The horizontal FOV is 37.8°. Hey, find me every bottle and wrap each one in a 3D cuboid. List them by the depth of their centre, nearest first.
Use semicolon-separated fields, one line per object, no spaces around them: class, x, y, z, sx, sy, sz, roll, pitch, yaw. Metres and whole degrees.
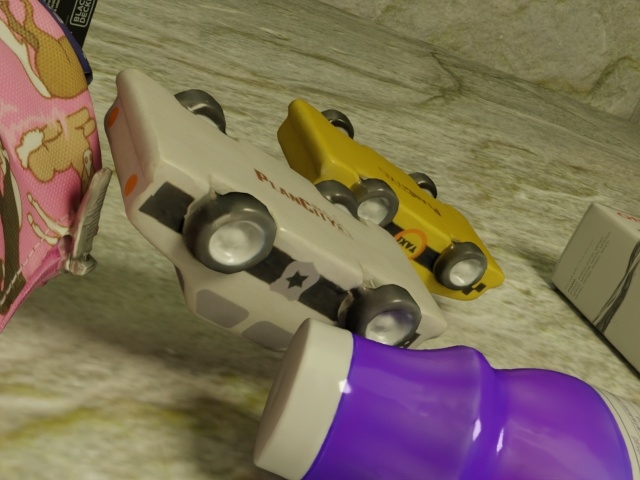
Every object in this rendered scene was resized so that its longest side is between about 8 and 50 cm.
bottle;0.112;0.114;0.405;0.282;0.092;0.118;21;18;-7

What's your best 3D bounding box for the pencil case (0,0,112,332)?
pencil case;-0.171;0.012;0.253;0.167;0.160;0.386;-6;20;3

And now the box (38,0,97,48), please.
box;-0.356;-0.232;0.786;0.169;0.087;0.290;36;22;31

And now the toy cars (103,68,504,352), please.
toy cars;0.000;0.000;0.542;0.176;0.087;0.393;47;17;10

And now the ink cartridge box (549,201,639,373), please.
ink cartridge box;0.320;0.065;0.791;0.158;0.092;0.218;16;18;-22
